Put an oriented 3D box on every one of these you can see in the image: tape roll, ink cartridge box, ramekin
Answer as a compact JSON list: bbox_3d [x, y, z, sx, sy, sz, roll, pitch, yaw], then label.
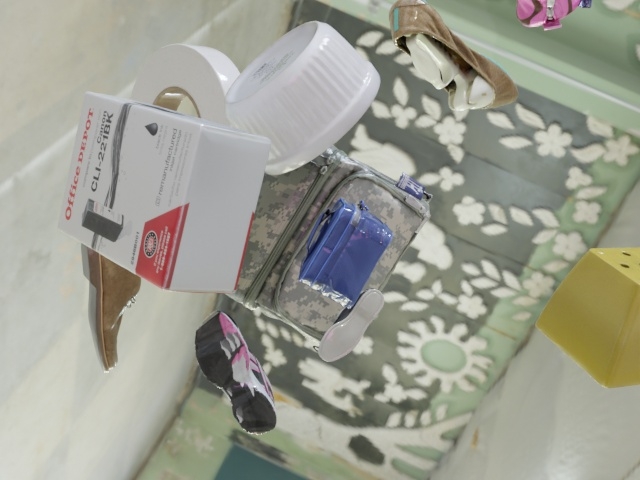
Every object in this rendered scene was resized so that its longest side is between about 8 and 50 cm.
[{"bbox_3d":[-0.288,-0.226,1.635,0.072,0.392,0.392,-7,129,-44],"label":"tape roll"},{"bbox_3d":[-0.209,-0.068,0.967,0.114,0.273,0.197,6,101,-46],"label":"ink cartridge box"},{"bbox_3d":[-0.033,-0.197,1.015,0.207,0.109,0.207,-33,-153,20],"label":"ramekin"}]

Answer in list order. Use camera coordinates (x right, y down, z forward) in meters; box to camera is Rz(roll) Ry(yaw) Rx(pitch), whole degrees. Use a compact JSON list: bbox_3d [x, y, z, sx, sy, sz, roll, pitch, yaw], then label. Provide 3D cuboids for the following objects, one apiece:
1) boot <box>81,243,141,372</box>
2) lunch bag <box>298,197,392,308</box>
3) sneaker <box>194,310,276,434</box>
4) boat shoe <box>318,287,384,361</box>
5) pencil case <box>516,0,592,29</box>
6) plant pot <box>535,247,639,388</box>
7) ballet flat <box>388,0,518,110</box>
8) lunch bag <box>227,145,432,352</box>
[{"bbox_3d":[-0.429,0.135,1.584,0.112,0.115,0.305,32,-57,55],"label":"boot"},{"bbox_3d":[0.021,0.006,0.725,0.098,0.065,0.067,-61,-172,8],"label":"lunch bag"},{"bbox_3d":[-0.115,0.178,1.043,0.077,0.072,0.178,-81,150,-78],"label":"sneaker"},{"bbox_3d":[0.041,0.119,1.080,0.125,0.046,0.038,-52,-170,-7],"label":"boat shoe"},{"bbox_3d":[0.251,-0.357,0.897,0.209,0.095,0.098,55,40,-38],"label":"pencil case"},{"bbox_3d":[0.563,0.126,1.395,0.212,0.212,0.187,-129,-137,-55],"label":"plant pot"},{"bbox_3d":[0.257,-0.333,1.477,0.116,0.342,0.124,-19,-135,44],"label":"ballet flat"},{"bbox_3d":[0.000,0.000,1.196,0.305,0.256,0.212,-58,174,-1],"label":"lunch bag"}]
